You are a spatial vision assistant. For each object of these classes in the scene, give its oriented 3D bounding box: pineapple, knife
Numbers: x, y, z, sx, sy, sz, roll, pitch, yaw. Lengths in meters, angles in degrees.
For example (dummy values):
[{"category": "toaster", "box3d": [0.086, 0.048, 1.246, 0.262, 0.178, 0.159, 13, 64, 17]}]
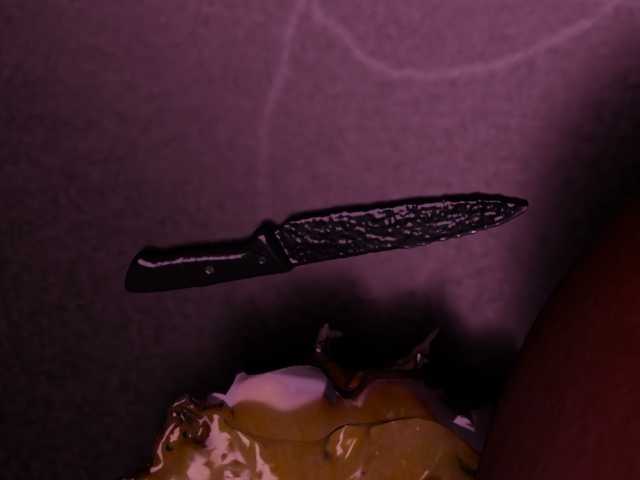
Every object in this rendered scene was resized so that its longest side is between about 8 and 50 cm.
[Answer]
[{"category": "pineapple", "box3d": [-0.001, 0.139, 0.669, 0.224, 0.076, 0.225, -1, 101, -6]}, {"category": "knife", "box3d": [0.000, 0.000, 0.676, 0.170, 0.010, 0.023, -10, 109, 9]}]

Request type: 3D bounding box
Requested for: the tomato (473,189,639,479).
[{"category": "tomato", "box3d": [0.179, 0.117, 0.505, 0.321, 0.321, 0.322, 2, 105, 8]}]
